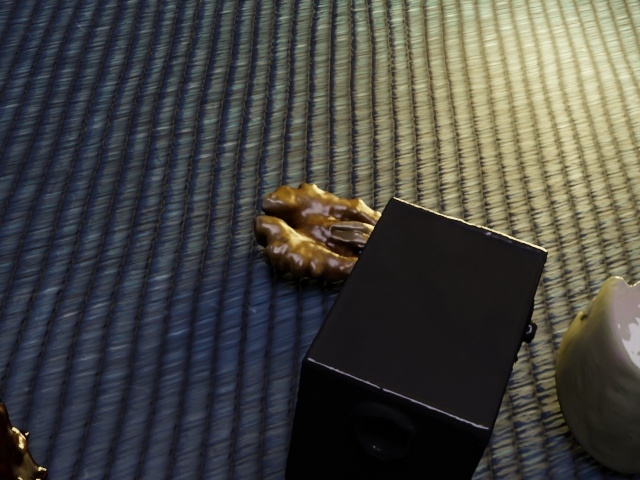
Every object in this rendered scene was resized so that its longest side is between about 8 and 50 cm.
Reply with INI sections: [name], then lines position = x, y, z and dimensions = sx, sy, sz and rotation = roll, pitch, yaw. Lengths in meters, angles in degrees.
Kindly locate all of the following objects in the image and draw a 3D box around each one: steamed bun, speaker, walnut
[steamed bun]
position = 0.351, 0.118, 0.974
dimensions = 0.200, 0.225, 0.170
rotation = -31, 59, -28
[speaker]
position = 0.093, 0.138, 0.899
dimensions = 0.184, 0.254, 0.232
rotation = 21, 49, 11
[walnut]
position = 0.000, 0.000, 1.130
dimensions = 0.170, 0.069, 0.142
rotation = 17, 52, 1

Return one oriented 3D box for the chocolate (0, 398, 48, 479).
[chocolate]
position = -0.355, 0.214, 0.868
dimensions = 0.177, 0.206, 0.224
rotation = 40, 50, -33
